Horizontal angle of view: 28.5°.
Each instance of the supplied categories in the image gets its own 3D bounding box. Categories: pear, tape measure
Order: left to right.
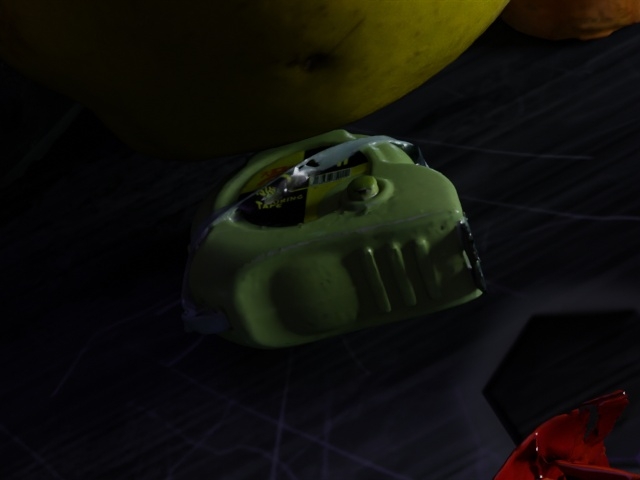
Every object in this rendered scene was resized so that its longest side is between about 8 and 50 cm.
[{"bbox_3d":[-0.032,-0.242,0.825,0.418,0.362,0.362,-45,52,6],"label":"pear"},{"bbox_3d":[0.000,0.000,0.851,0.200,0.106,0.175,-18,32,8],"label":"tape measure"}]

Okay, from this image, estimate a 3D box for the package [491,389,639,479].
[{"bbox_3d":[0.160,0.274,0.541,0.123,0.196,0.423,-20,50,3],"label":"package"}]

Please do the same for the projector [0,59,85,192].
[{"bbox_3d":[-0.281,-0.302,0.972,0.242,0.405,0.395,19,61,36],"label":"projector"}]

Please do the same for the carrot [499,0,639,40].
[{"bbox_3d":[0.198,-0.280,0.935,0.159,0.225,0.159,-5,51,7],"label":"carrot"}]
